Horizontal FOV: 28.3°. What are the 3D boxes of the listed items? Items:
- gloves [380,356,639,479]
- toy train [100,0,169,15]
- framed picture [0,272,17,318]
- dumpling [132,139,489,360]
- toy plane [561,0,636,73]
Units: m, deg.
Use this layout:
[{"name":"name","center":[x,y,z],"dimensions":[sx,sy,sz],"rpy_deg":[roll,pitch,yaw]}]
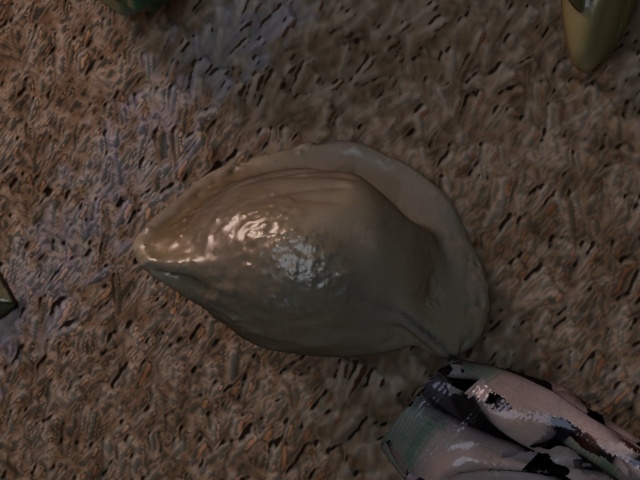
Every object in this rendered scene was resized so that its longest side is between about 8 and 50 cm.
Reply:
[{"name":"gloves","center":[0.144,0.165,0.795],"dimensions":[0.212,0.111,0.127],"rpy_deg":[41,72,18]},{"name":"toy train","center":[-0.151,-0.253,0.870],"dimensions":[0.125,0.194,0.081],"rpy_deg":[37,62,27]},{"name":"framed picture","center":[-0.407,0.037,1.006],"dimensions":[0.296,0.019,0.232],"rpy_deg":[-36,77,11]},{"name":"dumpling","center":[-0.004,-0.001,0.844],"dimensions":[0.216,0.126,0.166],"rpy_deg":[-4,47,20]},{"name":"toy plane","center":[0.191,-0.231,0.816],"dimensions":[0.229,0.092,0.244],"rpy_deg":[12,87,32]}]
